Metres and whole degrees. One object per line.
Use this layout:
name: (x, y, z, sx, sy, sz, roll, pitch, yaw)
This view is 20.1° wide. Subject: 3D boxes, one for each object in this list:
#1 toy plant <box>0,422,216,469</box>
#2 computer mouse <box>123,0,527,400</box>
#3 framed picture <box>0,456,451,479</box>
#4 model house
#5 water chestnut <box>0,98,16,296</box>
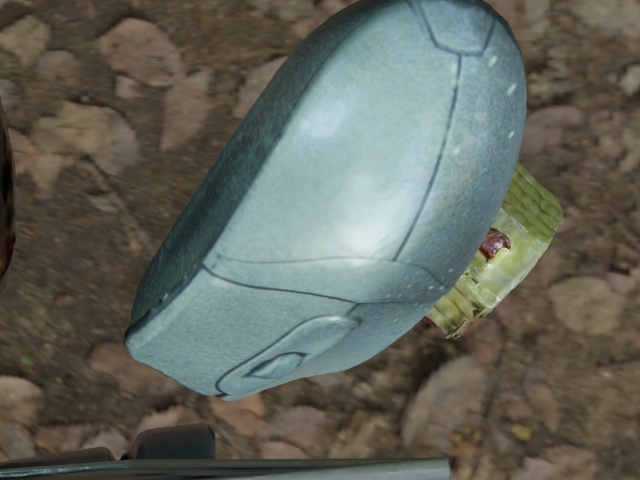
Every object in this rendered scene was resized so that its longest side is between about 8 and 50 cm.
toy plant: (-0.038, 0.192, 0.883, 0.400, 0.185, 0.279, -2, 118, -6)
computer mouse: (0.002, 0.003, 0.686, 0.113, 0.068, 0.229, 8, 134, -29)
framed picture: (-0.053, 0.070, 0.516, 0.109, 0.149, 0.011, 1, 84, -43)
model house: (0.087, -0.035, 1.502, 0.196, 0.254, 0.160, 43, 87, -3)
water chestnut: (-0.339, -0.006, 0.981, 0.335, 0.335, 0.347, 13, 121, -24)
